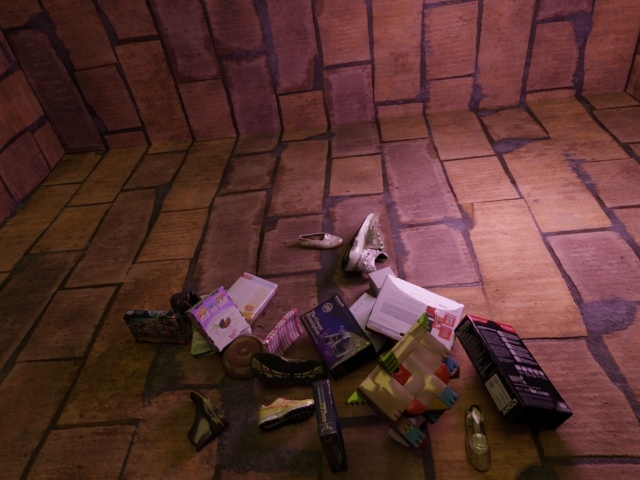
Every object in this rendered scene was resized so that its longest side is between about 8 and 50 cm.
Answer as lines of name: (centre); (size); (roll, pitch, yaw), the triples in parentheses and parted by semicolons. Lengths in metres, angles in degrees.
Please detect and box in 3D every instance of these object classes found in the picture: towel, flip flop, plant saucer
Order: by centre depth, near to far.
flip flop: (-0.122, 0.470, 1.728); (0.276, 0.080, 0.112); (5, 78, -2)
towel: (-0.142, 0.370, 1.803); (0.029, 0.144, 0.197); (17, 46, 31)
plant saucer: (-0.288, 0.437, 1.815); (0.198, 0.036, 0.199); (-3, 48, 3)
towel: (-0.429, 0.334, 1.996); (0.247, 0.038, 0.325); (-14, 39, -7)

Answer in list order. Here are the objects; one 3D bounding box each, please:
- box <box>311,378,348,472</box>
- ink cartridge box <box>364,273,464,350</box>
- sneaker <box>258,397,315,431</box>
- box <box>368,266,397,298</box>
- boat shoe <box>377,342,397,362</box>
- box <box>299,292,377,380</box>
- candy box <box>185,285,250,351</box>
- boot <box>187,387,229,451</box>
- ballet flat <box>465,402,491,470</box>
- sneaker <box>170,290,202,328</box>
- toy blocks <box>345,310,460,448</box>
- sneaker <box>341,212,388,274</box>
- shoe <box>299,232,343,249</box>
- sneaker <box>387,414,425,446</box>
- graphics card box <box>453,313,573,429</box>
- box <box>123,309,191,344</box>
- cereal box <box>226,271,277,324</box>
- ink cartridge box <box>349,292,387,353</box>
box: (0.029, 0.570, 1.448); (0.059, 0.233, 0.183); (-13, 38, 1)
ink cartridge box: (0.335, 0.308, 1.730); (0.309, 0.130, 0.272); (23, 47, 12)
sneaker: (-0.116, 0.569, 1.604); (0.208, 0.082, 0.094); (-14, 37, -5)
box: (0.268, 0.184, 1.991); (0.101, 0.087, 0.102); (-18, 39, -10)
boat shoe: (0.272, 0.418, 1.740); (0.135, 0.050, 0.045); (-30, 58, -24)
box: (0.062, 0.355, 1.763); (0.184, 0.103, 0.261); (-30, 49, -7)
candy box: (-0.401, 0.308, 1.847); (0.165, 0.196, 0.070); (-40, 11, -34)
boot: (-0.427, 0.613, 1.626); (0.197, 0.077, 0.137); (27, 56, 38)
ballet flat: (0.480, 0.595, 1.454); (0.073, 0.067, 0.206); (-4, 39, 7)
sneaker: (-0.542, 0.253, 1.957); (0.281, 0.163, 0.106); (26, 51, 34)
toy blocks: (0.302, 0.451, 1.468); (0.261, 0.191, 0.381); (41, 68, 16)
sneaker: (0.231, 0.032, 2.189); (0.182, 0.158, 0.410); (31, 44, -1)
shoe: (0.000, 0.000, 2.299); (0.218, 0.058, 0.077); (-1, 39, 10)
sneaker: (0.297, 0.561, 1.537); (0.094, 0.080, 0.212); (12, 44, 42)
graphics card box: (0.616, 0.419, 1.538); (0.232, 0.094, 0.371); (17, 30, -26)
box: (-0.662, 0.355, 1.921); (0.232, 0.159, 0.044); (-1, 39, 12)
cereal box: (-0.315, 0.246, 2.030); (0.172, 0.047, 0.240); (20, 38, 16)
ink cartridge box: (0.197, 0.331, 1.858); (0.223, 0.045, 0.223); (26, 52, 35)
